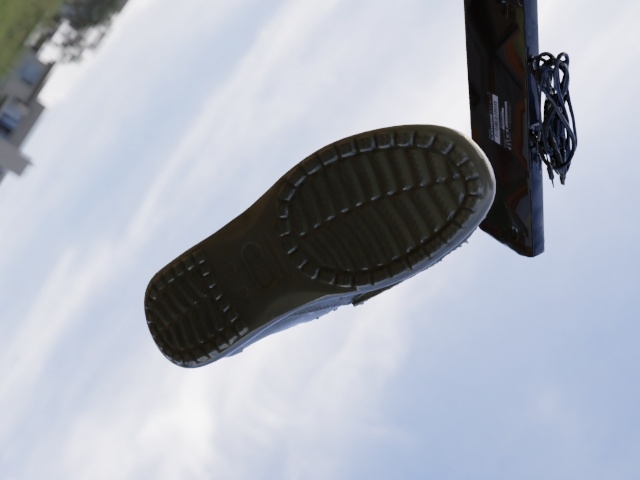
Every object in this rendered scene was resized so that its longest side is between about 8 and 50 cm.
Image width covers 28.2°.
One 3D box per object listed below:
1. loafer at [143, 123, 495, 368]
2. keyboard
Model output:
[{"bbox_3d":[0.000,0.000,0.473,0.148,0.056,0.050,-25,177,24],"label":"loafer"},{"bbox_3d":[0.133,-0.078,0.816,0.038,0.192,0.100,-20,-148,-20],"label":"keyboard"}]
